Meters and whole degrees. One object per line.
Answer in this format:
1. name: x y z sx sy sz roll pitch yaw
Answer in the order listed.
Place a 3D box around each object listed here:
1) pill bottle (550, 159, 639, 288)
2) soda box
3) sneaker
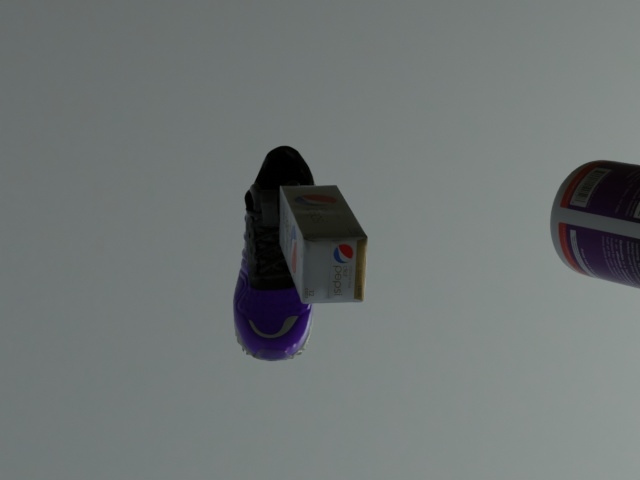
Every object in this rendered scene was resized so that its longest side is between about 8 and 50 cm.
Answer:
1. pill bottle: 0.498 -0.013 1.971 0.181 0.182 0.323 6 -174 -34
2. soda box: 0.000 0.000 1.470 0.069 0.074 0.216 -1 -163 -7
3. sneaker: -0.059 0.003 1.679 0.102 0.146 0.293 0 -129 5
